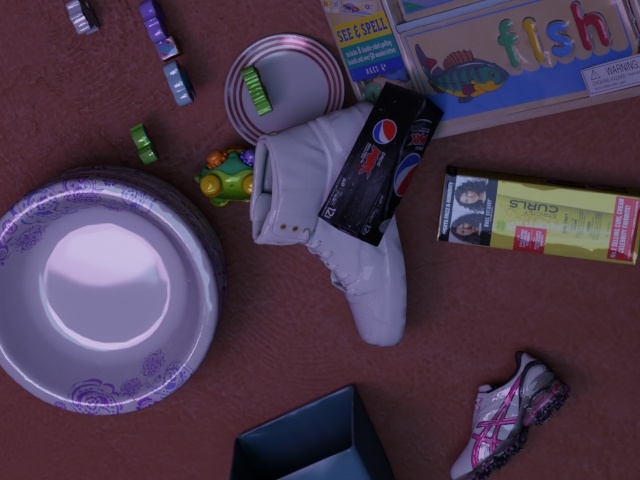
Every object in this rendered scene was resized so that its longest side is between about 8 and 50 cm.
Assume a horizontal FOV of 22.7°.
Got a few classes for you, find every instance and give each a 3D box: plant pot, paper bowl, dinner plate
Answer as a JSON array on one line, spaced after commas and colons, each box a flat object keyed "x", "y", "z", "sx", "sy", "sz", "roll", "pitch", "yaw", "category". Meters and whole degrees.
[{"x": 0.019, "y": 0.333, "z": 1.916, "sx": 0.166, "sy": 0.165, "sz": 0.234, "roll": -26, "pitch": 108, "yaw": 10, "category": "plant pot"}, {"x": -0.250, "y": 0.052, "z": 1.871, "sx": 0.284, "sy": 0.148, "sz": 0.284, "roll": 1, "pitch": 103, "yaw": 4, "category": "paper bowl"}, {"x": -0.041, "y": -0.170, "z": 1.850, "sx": 0.141, "sy": 0.017, "sz": 0.141, "roll": -1, "pitch": 83, "yaw": 8, "category": "dinner plate"}]

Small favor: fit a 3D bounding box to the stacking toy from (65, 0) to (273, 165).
[{"x": -0.175, "y": -0.215, "z": 1.831, "sx": 0.167, "sy": 0.052, "sz": 0.221, "roll": -24, "pitch": 89, "yaw": 11, "category": "stacking toy"}]

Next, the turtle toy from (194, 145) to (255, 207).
[{"x": -0.083, "y": -0.077, "z": 1.862, "sx": 0.130, "sy": 0.095, "sz": 0.066, "roll": -1, "pitch": 80, "yaw": 4, "category": "turtle toy"}]

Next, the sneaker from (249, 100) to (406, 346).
[{"x": 0.000, "y": 0.000, "z": 1.822, "sx": 0.169, "sy": 0.108, "sz": 0.292, "roll": -16, "pitch": 108, "yaw": -21, "category": "sneaker"}]

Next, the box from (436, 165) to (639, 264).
[{"x": 0.255, "y": -0.029, "z": 1.855, "sx": 0.232, "sy": 0.058, "sz": 0.087, "roll": 8, "pitch": 103, "yaw": 3, "category": "box"}]

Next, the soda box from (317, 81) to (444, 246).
[{"x": 0.067, "y": -0.083, "z": 1.737, "sx": 0.060, "sy": 0.053, "sz": 0.169, "roll": 25, "pitch": 87, "yaw": 32, "category": "soda box"}]

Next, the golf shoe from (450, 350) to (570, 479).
[{"x": 0.215, "y": 0.217, "z": 1.923, "sx": 0.086, "sy": 0.067, "sz": 0.186, "roll": 45, "pitch": 105, "yaw": 21, "category": "golf shoe"}]

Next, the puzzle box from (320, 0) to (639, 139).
[{"x": 0.170, "y": -0.257, "z": 1.689, "sx": 0.409, "sy": 0.052, "sz": 0.272, "roll": -10, "pitch": 105, "yaw": 46, "category": "puzzle box"}]
